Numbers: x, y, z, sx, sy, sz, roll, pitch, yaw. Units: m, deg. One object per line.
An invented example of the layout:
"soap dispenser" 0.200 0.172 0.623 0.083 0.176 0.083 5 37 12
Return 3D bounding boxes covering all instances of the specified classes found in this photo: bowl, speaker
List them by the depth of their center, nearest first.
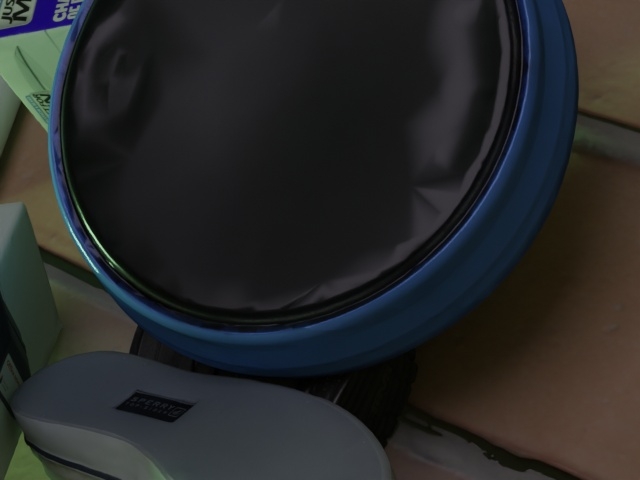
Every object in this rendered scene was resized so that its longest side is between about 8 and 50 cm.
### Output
"bowl" -0.017 -0.100 1.168 0.391 0.077 0.391 -7 71 20
"speaker" -0.314 -0.099 1.520 0.055 0.055 0.136 -3 55 24

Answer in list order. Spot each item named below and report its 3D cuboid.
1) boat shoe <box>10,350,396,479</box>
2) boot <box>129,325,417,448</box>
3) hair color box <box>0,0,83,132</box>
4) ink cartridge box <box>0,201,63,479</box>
"boat shoe" -0.075 0.190 1.136 0.367 0.156 0.136 9 34 45
"boot" 0.000 0.000 1.253 0.223 0.118 0.338 20 68 37
"hair color box" -0.089 -0.169 1.377 0.339 0.185 0.110 -8 54 20
"ink cartridge box" -0.340 0.102 1.237 0.223 0.129 0.307 -7 26 7
